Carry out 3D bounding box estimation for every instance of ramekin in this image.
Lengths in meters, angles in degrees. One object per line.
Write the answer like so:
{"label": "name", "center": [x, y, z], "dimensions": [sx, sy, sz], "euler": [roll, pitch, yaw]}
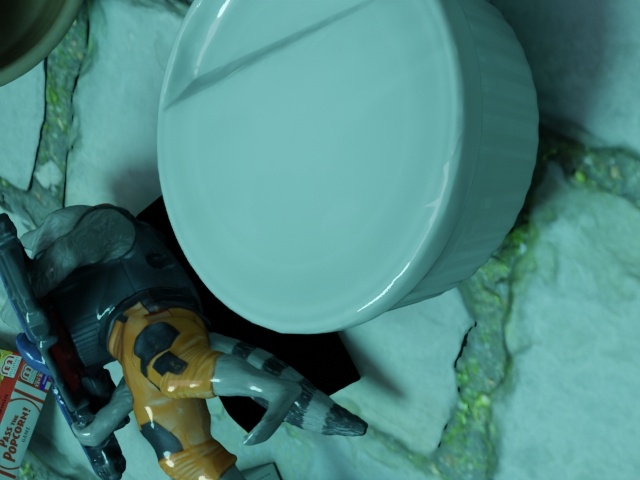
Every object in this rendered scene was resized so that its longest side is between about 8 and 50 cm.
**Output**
{"label": "ramekin", "center": [0.024, -0.075, 1.080], "dimensions": [0.273, 0.127, 0.273], "euler": [-2, 88, 41]}

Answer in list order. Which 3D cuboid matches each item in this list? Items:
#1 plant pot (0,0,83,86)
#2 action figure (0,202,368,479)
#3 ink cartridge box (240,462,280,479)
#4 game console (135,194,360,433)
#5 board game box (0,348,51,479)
{"label": "plant pot", "center": [-0.351, -0.249, 1.344], "dimensions": [0.229, 0.263, 0.263], "euler": [9, 113, 61]}
{"label": "action figure", "center": [-0.128, 0.101, 1.291], "dimensions": [0.330, 0.178, 0.341], "euler": [47, 162, 28]}
{"label": "ink cartridge box", "center": [-0.066, 0.280, 1.379], "dimensions": [0.109, 0.063, 0.150], "euler": [-22, 91, 44]}
{"label": "game console", "center": [0.000, 0.000, 1.228], "dimensions": [0.361, 0.044, 0.213], "euler": [-35, 81, 44]}
{"label": "board game box", "center": [-0.357, 0.172, 1.565], "dimensions": [0.193, 0.045, 0.147], "euler": [6, 71, 41]}
